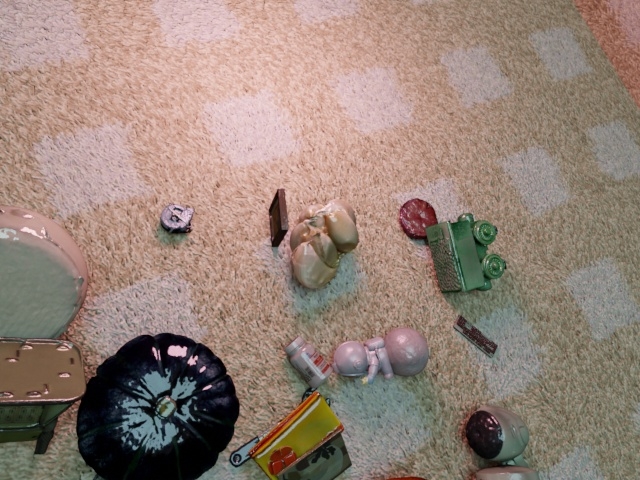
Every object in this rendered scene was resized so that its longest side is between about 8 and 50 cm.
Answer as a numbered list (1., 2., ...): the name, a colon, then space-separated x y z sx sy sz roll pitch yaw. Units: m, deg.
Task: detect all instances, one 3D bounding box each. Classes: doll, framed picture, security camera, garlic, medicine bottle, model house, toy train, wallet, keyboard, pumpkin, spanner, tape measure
1. doll: 0.170 0.336 1.383 0.287 0.151 0.151 -4 73 -15
2. framed picture: -0.127 -0.065 1.409 0.023 0.168 0.128 -2 73 -17
3. security camera: 0.528 0.622 1.373 0.191 0.197 0.277 10 63 -23
4. garlic: -0.007 -0.011 1.420 0.281 0.203 0.184 -47 49 -10
5. medicine bottle: -0.038 0.344 1.349 0.079 0.079 0.140 -39 86 -24
6. framed picture: -0.011 0.614 1.265 0.200 0.010 0.136 -27 114 -23
7. model house: -0.671 0.383 1.043 0.218 0.205 0.279 14 110 -35
8. toy train: 0.481 0.044 1.556 0.201 0.145 0.266 -12 86 -21
9. wallet: -0.056 0.539 1.267 0.241 0.067 0.141 -39 102 -19
10. keyboard: 0.511 0.316 1.556 0.166 0.017 0.055 39 66 -1
11. pumpkin: -0.381 0.400 1.125 0.363 0.266 0.364 6 69 -16
12. spanner: -0.111 0.512 1.304 0.315 0.024 0.087 -27 80 -21
13. tape measure: -0.419 -0.061 1.384 0.094 0.054 0.091 8 64 -16

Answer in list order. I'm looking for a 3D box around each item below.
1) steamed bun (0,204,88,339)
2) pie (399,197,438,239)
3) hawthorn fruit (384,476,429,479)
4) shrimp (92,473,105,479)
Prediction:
1. steamed bun: -0.754 0.086 1.106 0.374 0.241 0.375 -14 118 -27
2. pie: 0.338 -0.074 1.624 0.154 0.036 0.155 5 71 -15
3. hawthorn fruit: 0.197 0.762 1.196 0.330 0.287 0.287 -7 74 -4
4. shrimp: -0.531 0.624 1.127 0.082 0.076 0.174 42 52 -45
